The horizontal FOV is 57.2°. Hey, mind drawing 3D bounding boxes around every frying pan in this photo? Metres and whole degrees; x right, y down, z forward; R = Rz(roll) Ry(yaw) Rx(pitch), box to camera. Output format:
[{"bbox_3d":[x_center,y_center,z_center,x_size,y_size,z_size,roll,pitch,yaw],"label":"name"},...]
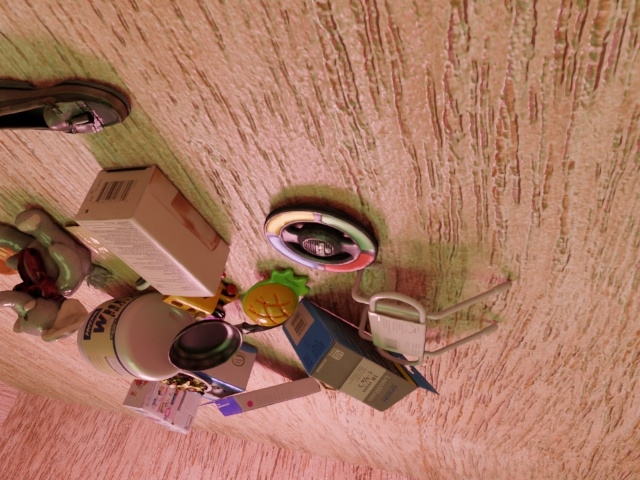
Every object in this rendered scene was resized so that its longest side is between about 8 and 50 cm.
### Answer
[{"bbox_3d":[-0.250,0.236,1.534,0.326,0.053,0.197,-36,137,8],"label":"frying pan"}]

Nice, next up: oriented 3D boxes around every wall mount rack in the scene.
[{"bbox_3d":[0.226,0.159,1.243,0.304,0.130,0.350,11,151,15],"label":"wall mount rack"}]

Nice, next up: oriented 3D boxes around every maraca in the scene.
[{"bbox_3d":[-0.106,0.133,1.380,0.127,0.099,0.185,29,122,-26],"label":"maraca"}]

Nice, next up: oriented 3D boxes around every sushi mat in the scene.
[{"bbox_3d":[-0.499,0.048,1.493,0.152,0.019,0.316,3,148,22],"label":"sushi mat"}]

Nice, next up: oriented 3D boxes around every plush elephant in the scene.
[{"bbox_3d":[-0.705,0.119,1.470,0.272,0.255,0.330,-8,143,36],"label":"plush elephant"}]

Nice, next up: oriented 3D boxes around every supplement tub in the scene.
[{"bbox_3d":[-0.525,0.273,1.658,0.325,0.235,0.235,-11,141,45],"label":"supplement tub"}]

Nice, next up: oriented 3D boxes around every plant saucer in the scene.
[{"bbox_3d":[-0.945,0.046,1.683,0.200,0.037,0.200,12,151,7],"label":"plant saucer"}]

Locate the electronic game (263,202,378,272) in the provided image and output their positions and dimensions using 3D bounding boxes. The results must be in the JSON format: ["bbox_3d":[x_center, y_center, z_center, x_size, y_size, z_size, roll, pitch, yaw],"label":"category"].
[{"bbox_3d":[0.000,0.000,1.144,0.229,0.048,0.229,12,150,7],"label":"electronic game"}]

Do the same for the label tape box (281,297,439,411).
[{"bbox_3d":[0.092,0.294,1.425,0.334,0.105,0.240,32,-174,-25],"label":"label tape box"}]

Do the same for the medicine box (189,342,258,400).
[{"bbox_3d":[-0.391,0.392,1.897,0.264,0.149,0.289,28,149,-21],"label":"medicine box"}]

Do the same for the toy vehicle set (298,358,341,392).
[{"bbox_3d":[0.054,0.422,1.851,0.166,0.035,0.267,2,148,23],"label":"toy vehicle set"}]

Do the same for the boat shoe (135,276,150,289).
[{"bbox_3d":[-0.419,0.076,1.459,0.142,0.049,0.040,-32,118,28],"label":"boat shoe"}]

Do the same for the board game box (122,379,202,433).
[{"bbox_3d":[-0.576,0.574,2.221,0.098,0.224,0.303,2,147,28],"label":"board game box"}]

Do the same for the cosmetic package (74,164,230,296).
[{"bbox_3d":[-0.330,-0.010,1.202,0.153,0.129,0.296,-1,146,24],"label":"cosmetic package"}]

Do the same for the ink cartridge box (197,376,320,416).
[{"bbox_3d":[-0.200,0.520,1.934,0.371,0.069,0.176,-3,162,-31],"label":"ink cartridge box"}]

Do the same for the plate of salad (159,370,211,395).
[{"bbox_3d":[-0.429,0.430,1.779,0.200,0.048,0.199,12,149,7],"label":"plate of salad"}]

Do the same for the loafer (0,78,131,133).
[{"bbox_3d":[-0.442,-0.205,0.965,0.268,0.084,0.096,6,149,16],"label":"loafer"}]

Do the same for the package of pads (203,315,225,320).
[{"bbox_3d":[-0.316,0.208,1.665,0.083,0.032,0.050,2,151,23],"label":"package of pads"}]

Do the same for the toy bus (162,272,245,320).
[{"bbox_3d":[-0.295,0.149,1.481,0.202,0.104,0.191,6,149,17],"label":"toy bus"}]
